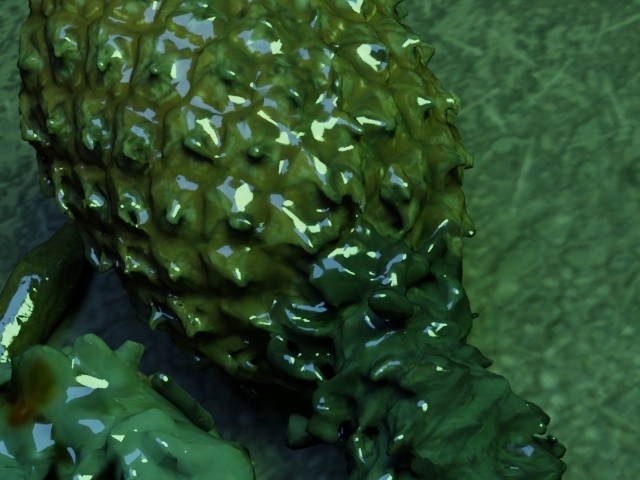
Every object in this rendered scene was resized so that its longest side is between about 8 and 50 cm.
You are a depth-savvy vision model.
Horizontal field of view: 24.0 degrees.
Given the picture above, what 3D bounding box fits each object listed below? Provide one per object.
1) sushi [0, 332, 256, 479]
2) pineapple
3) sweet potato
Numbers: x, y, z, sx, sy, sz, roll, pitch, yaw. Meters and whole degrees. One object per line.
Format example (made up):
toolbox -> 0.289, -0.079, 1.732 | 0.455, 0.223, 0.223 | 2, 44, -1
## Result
sushi -> -0.176, 0.198, 0.574 | 0.417, 0.176, 0.417 | -11, 46, 12
pineapple -> 0.000, 0.000, 0.684 | 0.202, 0.202, 0.362 | -30, 55, -6
sweet potato -> -0.159, 0.047, 0.805 | 0.041, 0.038, 0.153 | -20, 42, 36
